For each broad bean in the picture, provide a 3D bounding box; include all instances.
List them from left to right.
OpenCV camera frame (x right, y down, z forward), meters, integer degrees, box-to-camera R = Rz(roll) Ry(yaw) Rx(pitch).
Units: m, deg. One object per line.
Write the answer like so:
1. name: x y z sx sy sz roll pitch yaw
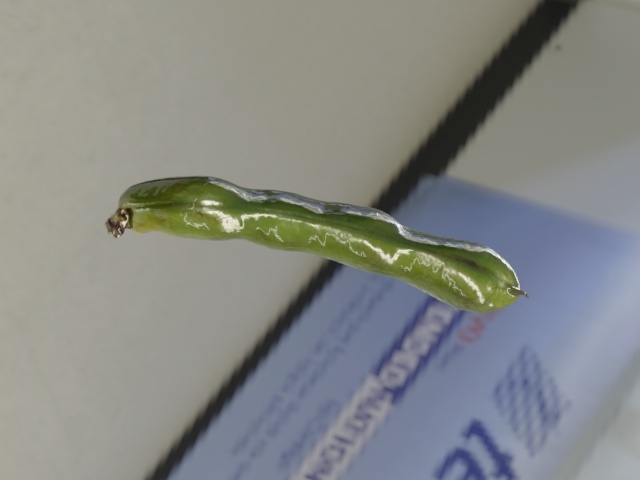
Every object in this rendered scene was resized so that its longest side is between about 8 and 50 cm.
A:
1. broad bean: 0.001 -0.001 1.140 0.052 0.256 0.053 -98 -159 -69
